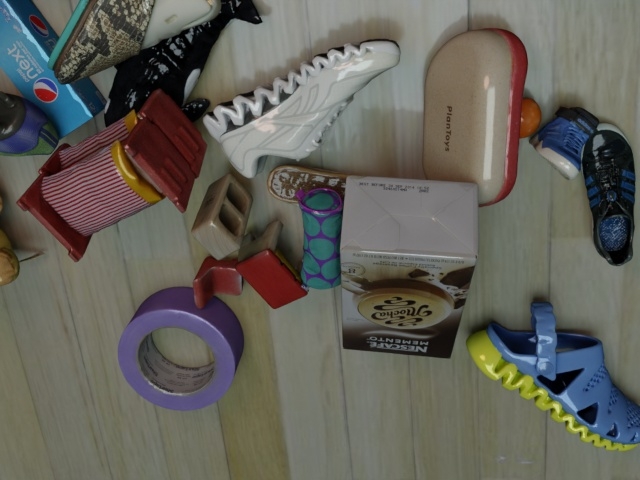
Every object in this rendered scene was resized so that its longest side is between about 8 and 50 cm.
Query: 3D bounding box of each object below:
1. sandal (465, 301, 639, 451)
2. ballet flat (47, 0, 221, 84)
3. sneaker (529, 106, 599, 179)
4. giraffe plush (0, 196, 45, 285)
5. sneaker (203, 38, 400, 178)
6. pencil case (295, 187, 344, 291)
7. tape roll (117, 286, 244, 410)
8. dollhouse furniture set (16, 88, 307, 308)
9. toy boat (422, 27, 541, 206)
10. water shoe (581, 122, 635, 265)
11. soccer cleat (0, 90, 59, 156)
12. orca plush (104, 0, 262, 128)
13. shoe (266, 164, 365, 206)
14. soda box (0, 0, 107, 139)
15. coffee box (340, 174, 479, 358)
[{"bbox_3d":[0.384,0.203,1.235,0.317,0.126,0.138,32,109,-10],"label":"sandal"},{"bbox_3d":[-0.174,-0.385,1.000,0.182,0.164,0.482,22,105,-14],"label":"ballet flat"},{"bbox_3d":[0.329,-0.135,1.070,0.058,0.152,0.084,42,106,-8],"label":"sneaker"},{"bbox_3d":[-0.530,-0.019,1.207,0.182,0.210,0.170,-3,111,34],"label":"giraffe plush"},{"bbox_3d":[-0.014,-0.181,1.104,0.292,0.110,0.118,-23,96,23],"label":"sneaker"},{"bbox_3d":[0.000,0.000,1.153,0.070,0.064,0.151,23,134,25],"label":"pencil case"},{"bbox_3d":[-0.223,0.174,1.310,0.189,0.080,0.188,2,114,5],"label":"tape roll"},{"bbox_3d":[-0.200,-0.005,1.147,0.201,0.152,0.374,-25,122,26],"label":"dollhouse furniture set"},{"bbox_3d":[0.231,-0.165,1.087,0.151,0.151,0.231,-9,109,-30],"label":"toy boat"},{"bbox_3d":[0.410,-0.063,1.131,0.073,0.080,0.203,-12,112,11],"label":"water shoe"},{"bbox_3d":[-0.496,-0.169,1.153,0.289,0.121,0.093,14,76,29],"label":"soccer cleat"},{"bbox_3d":[-0.203,-0.229,1.113,0.287,0.102,0.151,-28,108,17],"label":"orca plush"},{"bbox_3d":[0.029,-0.066,1.192,0.219,0.058,0.076,18,95,-6],"label":"shoe"},{"bbox_3d":[-0.399,-0.252,1.144,0.071,0.067,0.210,-29,108,18],"label":"soda box"},{"bbox_3d":[0.114,0.046,1.115,0.168,0.118,0.297,4,149,5],"label":"coffee box"}]
